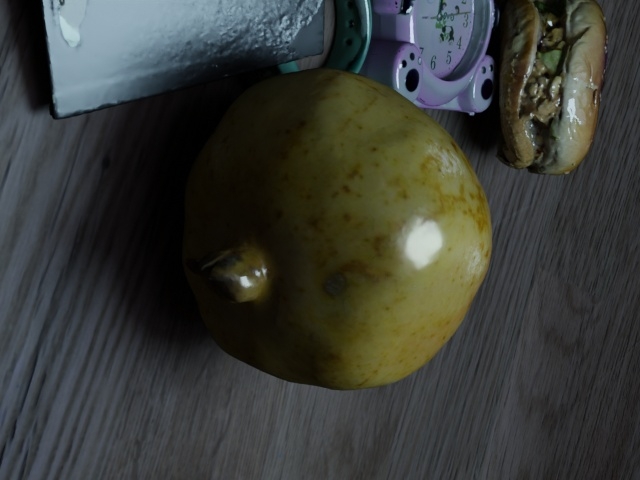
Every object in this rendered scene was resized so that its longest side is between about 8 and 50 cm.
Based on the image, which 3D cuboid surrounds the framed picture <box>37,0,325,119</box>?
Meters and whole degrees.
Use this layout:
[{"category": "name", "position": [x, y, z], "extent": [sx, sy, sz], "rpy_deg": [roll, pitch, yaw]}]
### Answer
[{"category": "framed picture", "position": [-0.123, -0.265, 1.140], "extent": [0.323, 0.013, 0.244], "rpy_deg": [-19, 121, -34]}]

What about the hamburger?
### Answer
[{"category": "hamburger", "position": [0.302, -0.214, 1.597], "extent": [0.243, 0.146, 0.286], "rpy_deg": [93, 2, -54]}]

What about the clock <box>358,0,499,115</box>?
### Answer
[{"category": "clock", "position": [0.135, -0.283, 1.469], "extent": [0.227, 0.090, 0.248], "rpy_deg": [-3, 101, -50]}]

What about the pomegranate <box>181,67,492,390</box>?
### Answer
[{"category": "pomegranate", "position": [0.000, 0.000, 1.209], "extent": [0.342, 0.342, 0.343], "rpy_deg": [-16, 111, -46]}]

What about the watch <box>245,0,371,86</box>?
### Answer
[{"category": "watch", "position": [-0.023, -0.264, 1.304], "extent": [0.195, 0.068, 0.237], "rpy_deg": [-53, 135, -27]}]
